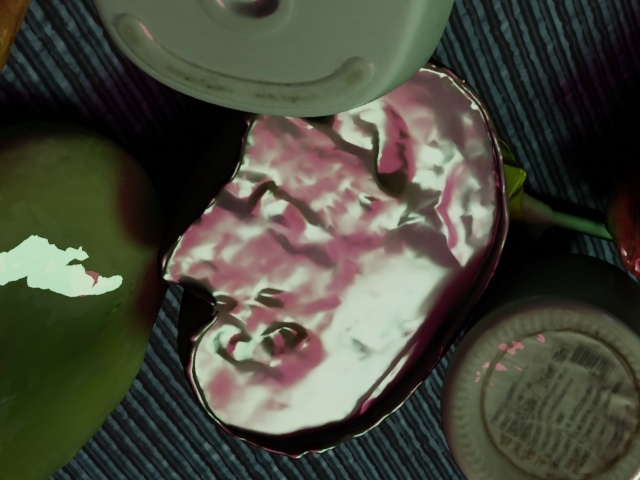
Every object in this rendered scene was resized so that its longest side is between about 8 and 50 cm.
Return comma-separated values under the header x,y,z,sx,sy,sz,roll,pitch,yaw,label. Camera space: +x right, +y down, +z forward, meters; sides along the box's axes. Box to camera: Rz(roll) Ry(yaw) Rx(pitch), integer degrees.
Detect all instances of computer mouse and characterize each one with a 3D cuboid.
x,y,z,sx,sy,sz,roll,pitch,yaw,label
-0.014,-0.166,0.719,0.159,0.097,0.288,12,134,10,computer mouse

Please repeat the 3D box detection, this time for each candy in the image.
x,y,z,sx,sy,sz,roll,pitch,yaw,label
0.115,-0.014,1.003,0.058,0.062,0.194,-5,167,40,candy

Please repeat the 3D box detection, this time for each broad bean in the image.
x,y,z,sx,sy,sz,roll,pitch,yaw,label
-0.153,0.049,0.880,0.169,0.100,0.228,-2,132,-37,broad bean

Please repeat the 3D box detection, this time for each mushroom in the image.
x,y,z,sx,sy,sz,roll,pitch,yaw,label
0.000,0.000,0.889,0.141,0.117,0.188,29,91,-13,mushroom

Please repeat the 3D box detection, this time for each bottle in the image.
x,y,z,sx,sy,sz,roll,pitch,yaw,label
0.121,0.063,0.977,0.104,0.104,0.245,-37,178,10,bottle

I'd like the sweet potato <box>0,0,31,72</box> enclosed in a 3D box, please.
x,y,z,sx,sy,sz,roll,pitch,yaw,label
-0.212,-0.028,0.771,0.252,0.097,0.097,-42,138,10,sweet potato

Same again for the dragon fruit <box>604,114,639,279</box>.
x,y,z,sx,sy,sz,roll,pitch,yaw,label
0.257,-0.057,0.955,0.198,0.200,0.269,-12,121,-52,dragon fruit
